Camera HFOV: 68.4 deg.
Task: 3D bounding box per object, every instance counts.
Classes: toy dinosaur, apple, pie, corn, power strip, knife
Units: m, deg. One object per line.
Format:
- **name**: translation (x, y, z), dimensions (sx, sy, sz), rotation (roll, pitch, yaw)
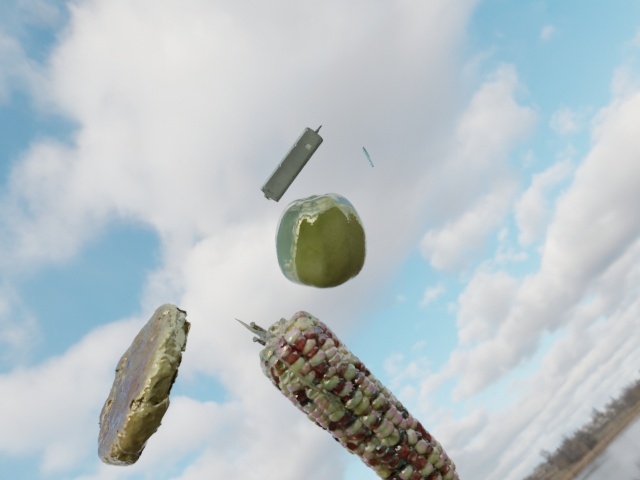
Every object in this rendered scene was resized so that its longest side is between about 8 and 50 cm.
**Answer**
- **toy dinosaur**: translation (-0.137, 0.248, 1.191), dimensions (0.126, 0.162, 0.039), rotation (40, -102, -32)
- **apple**: translation (0.000, 0.000, 1.705), dimensions (0.357, 0.357, 0.357), rotation (-25, -40, -24)
- **pie**: translation (-0.362, 0.287, 0.961), dimensions (0.083, 0.339, 0.339), rotation (28, -74, -24)
- **corn**: translation (0.047, 0.193, 0.536), dimensions (0.092, 0.280, 0.092), rotation (-47, 2, 3)
- **power strip**: translation (-0.070, -0.208, 1.240), dimensions (0.253, 0.060, 0.027), rotation (-55, 7, -12)
- **knife**: translation (0.170, -0.300, 1.684), dimensions (0.014, 0.091, 0.005), rotation (-18, -21, -21)
